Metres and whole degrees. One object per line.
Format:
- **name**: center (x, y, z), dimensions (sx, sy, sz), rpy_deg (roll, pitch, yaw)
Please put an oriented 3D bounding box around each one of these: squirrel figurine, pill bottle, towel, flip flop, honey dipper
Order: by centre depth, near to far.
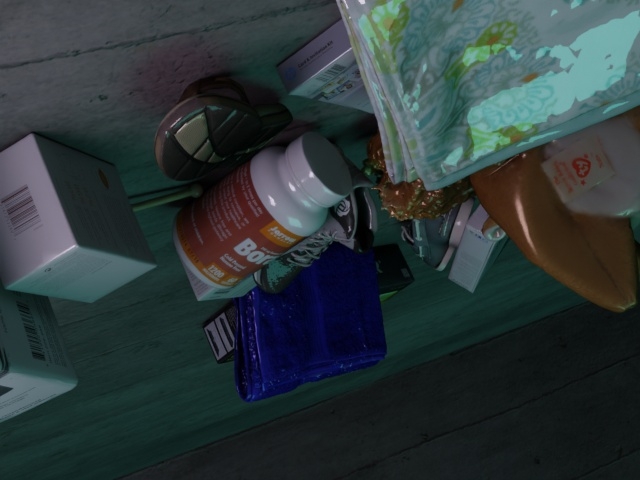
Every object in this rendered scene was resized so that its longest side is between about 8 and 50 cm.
- **towel**: center (0.211, -0.219, 1.153), dimensions (0.374, 0.090, 0.320), rpy_deg (-25, 144, 0)
- **flip flop**: center (-0.105, -0.126, 1.200), dimensions (0.112, 0.080, 0.277), rpy_deg (-35, 177, 18)
- **honey dipper**: center (-0.209, -0.041, 1.388), dimensions (0.160, 0.030, 0.030), rpy_deg (-16, 162, -33)
- **pill bottle**: center (-0.070, -0.039, 1.431), dimensions (0.216, 0.121, 0.121), rpy_deg (-34, 162, 29)
- **squirrel figurine**: center (0.262, -0.103, 1.488), dimensions (0.370, 0.397, 0.281), rpy_deg (-98, -151, -88)
- **towel**: center (-0.012, 0.118, 1.847), dimensions (0.076, 0.228, 0.308), rpy_deg (0, -174, 43)

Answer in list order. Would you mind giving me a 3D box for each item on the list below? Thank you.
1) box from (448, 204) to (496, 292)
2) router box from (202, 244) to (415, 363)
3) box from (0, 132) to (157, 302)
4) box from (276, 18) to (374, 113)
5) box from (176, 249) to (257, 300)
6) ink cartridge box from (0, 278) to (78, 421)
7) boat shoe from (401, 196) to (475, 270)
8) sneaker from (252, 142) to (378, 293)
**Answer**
- **box**: center (0.299, -0.056, 1.856), dimensions (0.232, 0.058, 0.322), rpy_deg (-54, 171, -12)
- **router box**: center (-0.019, 0.112, 2.075), dimensions (0.308, 0.081, 0.243), rpy_deg (-9, 158, -45)
- **box**: center (-0.263, -0.017, 1.194), dimensions (0.091, 0.130, 0.170), rpy_deg (-29, 163, 13)
- **box**: center (0.061, -0.199, 1.264), dimensions (0.145, 0.038, 0.186), rpy_deg (-33, 162, 27)
- **box**: center (-0.122, 0.022, 1.613), dimensions (0.101, 0.087, 0.102), rpy_deg (-35, 162, 32)
- **ink cartridge box**: center (-0.373, 0.056, 1.125), dimensions (0.121, 0.211, 0.289), rpy_deg (-25, 163, 5)
- **boat shoe**: center (0.191, -0.027, 1.973), dimensions (0.099, 0.116, 0.319), rpy_deg (19, 170, 3)
- **sneaker**: center (0.000, 0.000, 1.502), dimensions (0.086, 0.132, 0.229), rpy_deg (-10, 132, -50)
